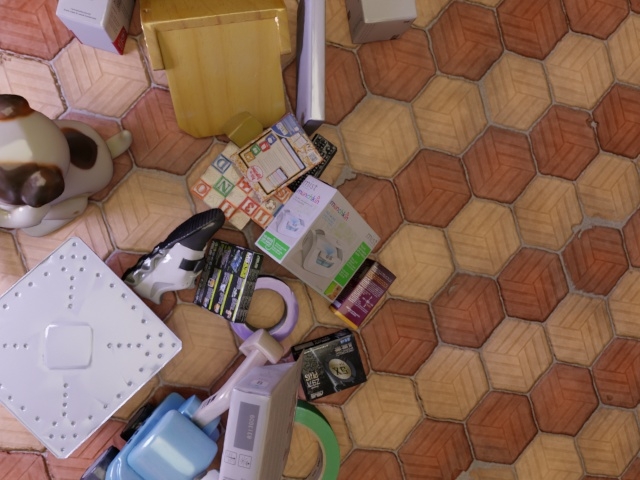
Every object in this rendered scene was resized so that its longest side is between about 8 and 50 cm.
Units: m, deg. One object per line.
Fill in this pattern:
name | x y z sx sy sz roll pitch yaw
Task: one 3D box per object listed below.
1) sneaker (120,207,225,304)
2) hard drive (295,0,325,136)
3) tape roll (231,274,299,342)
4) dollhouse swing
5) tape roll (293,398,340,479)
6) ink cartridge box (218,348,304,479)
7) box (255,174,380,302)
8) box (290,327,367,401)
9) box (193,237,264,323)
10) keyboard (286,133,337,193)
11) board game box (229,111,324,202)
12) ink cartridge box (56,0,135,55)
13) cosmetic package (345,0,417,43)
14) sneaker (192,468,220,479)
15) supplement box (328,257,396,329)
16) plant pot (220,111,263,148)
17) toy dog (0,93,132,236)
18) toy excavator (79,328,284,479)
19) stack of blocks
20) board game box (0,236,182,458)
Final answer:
sneaker | -0.354 0.046 1.316 0.331 0.122 0.146 -36 113 14
hard drive | -0.028 -0.468 1.304 0.047 0.233 0.352 0 92 -11
tape roll | -0.157 0.191 1.380 0.189 0.080 0.188 0 91 -9
dollhouse swing | -0.270 -0.505 1.350 0.347 0.304 0.315 -12 52 -9
tape roll | -0.107 0.610 1.402 0.322 0.077 0.320 0 91 -10
ink cartridge box | -0.129 0.439 1.172 0.091 0.385 0.307 9 94 8
box | 0.000 0.000 1.317 0.231 0.127 0.262 -51 137 -5
box | 0.022 0.351 1.416 0.180 0.077 0.147 -16 95 -9
box | -0.246 0.103 1.318 0.045 0.184 0.190 18 87 -51
keyboard | -0.040 -0.219 1.416 0.108 0.023 0.180 34 85 -9
board game box | -0.111 -0.211 1.277 0.194 0.045 0.146 -33 98 9
ink cartridge box | -0.533 -0.634 1.231 0.114 0.197 0.272 14 89 -10
cosmetic package | 0.160 -0.666 1.372 0.152 0.151 0.183 -10 92 -9
sneaker | -0.193 0.715 1.200 0.158 0.182 0.410 -39 134 -6
supplement box | 0.116 0.148 1.412 0.081 0.104 0.188 39 85 -9
plant pot | -0.201 -0.294 1.329 0.083 0.081 0.081 -48 128 4
toy dog | -0.635 -0.162 1.121 0.396 0.408 0.284 -13 94 -9
toy excavator | -0.307 0.457 1.239 0.222 0.433 0.445 46 125 -8
stack of blocks | -0.182 -0.106 1.362 0.297 0.087 0.171 38 85 -9
board game box | -0.614 0.257 1.228 0.390 0.050 0.390 -44 93 -10
